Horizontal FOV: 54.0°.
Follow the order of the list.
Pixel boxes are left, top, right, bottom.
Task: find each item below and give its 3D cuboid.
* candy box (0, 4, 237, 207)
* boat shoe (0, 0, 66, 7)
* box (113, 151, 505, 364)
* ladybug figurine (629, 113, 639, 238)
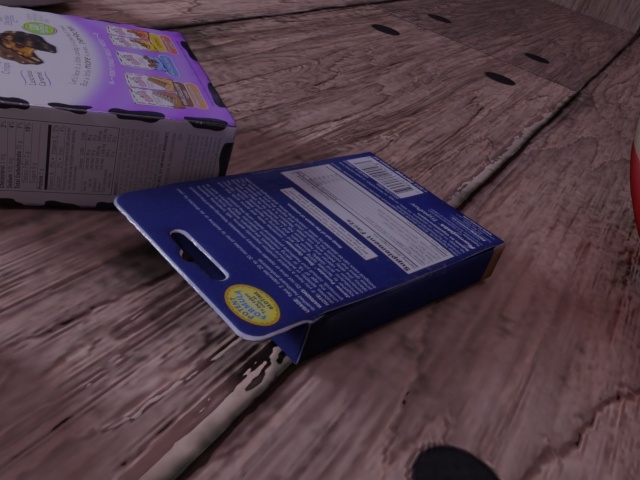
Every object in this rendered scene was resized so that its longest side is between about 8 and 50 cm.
[{"bbox_3d":[-0.177,-0.094,0.422,0.196,0.070,0.164,1,36,-27],"label":"candy box"},{"bbox_3d":[-0.394,-0.293,0.596,0.303,0.094,0.109,1,36,-26],"label":"boat shoe"},{"bbox_3d":[0.000,0.000,0.398,0.225,0.036,0.136,-14,44,-43],"label":"box"},{"bbox_3d":[0.363,0.014,0.440,0.305,0.161,0.449,20,31,2],"label":"ladybug figurine"}]
